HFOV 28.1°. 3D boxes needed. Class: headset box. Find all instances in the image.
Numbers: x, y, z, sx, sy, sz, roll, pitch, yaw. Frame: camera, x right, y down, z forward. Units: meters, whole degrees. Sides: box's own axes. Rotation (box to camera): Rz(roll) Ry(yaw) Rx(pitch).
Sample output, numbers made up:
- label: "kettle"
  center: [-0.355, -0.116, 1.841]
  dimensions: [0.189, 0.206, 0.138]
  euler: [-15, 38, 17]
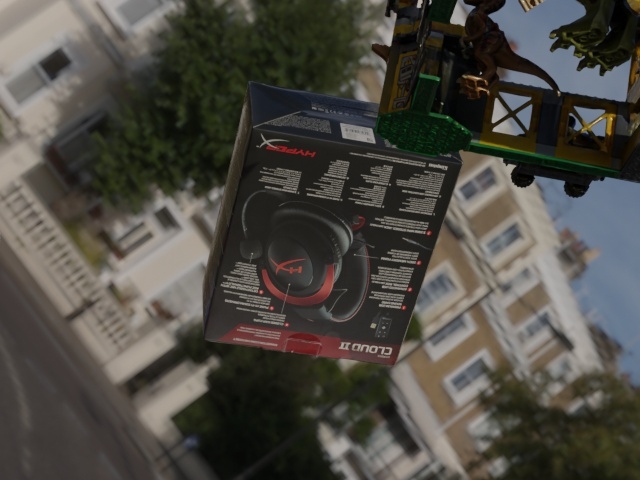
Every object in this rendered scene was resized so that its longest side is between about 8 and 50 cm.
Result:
- label: "headset box"
  center: [0.000, 0.000, 1.352]
  dimensions: [0.110, 0.218, 0.293]
  euler: [-99, -160, -57]

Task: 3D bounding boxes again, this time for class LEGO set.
- label: "LEGO set"
  center: [0.155, -0.174, 0.714]
  dimensions: [0.255, 0.192, 0.331]
  euler: [8, -19, 9]

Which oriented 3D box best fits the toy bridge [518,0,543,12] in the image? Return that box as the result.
- label: "toy bridge"
  center: [0.161, -0.306, 1.231]
  dimensions: [0.188, 0.026, 0.063]
  euler: [60, 24, -5]
